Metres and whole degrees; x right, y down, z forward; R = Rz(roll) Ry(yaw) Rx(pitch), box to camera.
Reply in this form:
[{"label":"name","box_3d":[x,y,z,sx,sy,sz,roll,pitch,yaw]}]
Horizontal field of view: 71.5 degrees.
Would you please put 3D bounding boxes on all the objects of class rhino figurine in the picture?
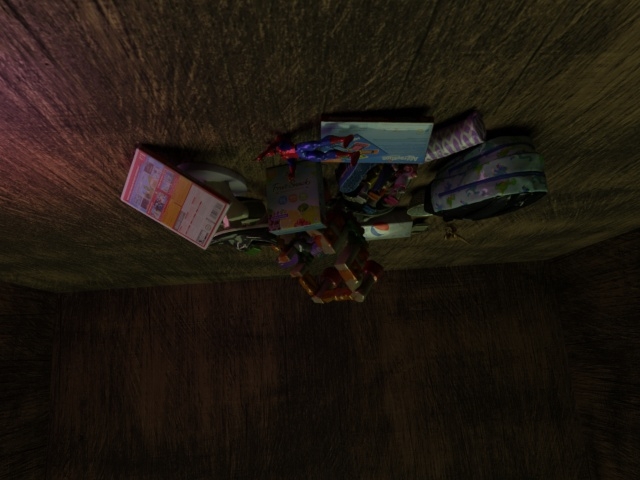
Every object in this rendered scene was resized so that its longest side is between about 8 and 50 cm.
[{"label":"rhino figurine","box_3d":[0.113,-0.118,1.811,0.243,0.073,0.106,5,161,-31]}]

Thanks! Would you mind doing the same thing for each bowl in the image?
[{"label":"bowl","box_3d":[0.417,-0.156,1.728,0.170,0.080,0.170,-5,167,-1]}]

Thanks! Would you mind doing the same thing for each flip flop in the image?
[{"label":"flip flop","box_3d":[0.249,-0.195,1.494,0.080,0.112,0.277,22,168,0]}]

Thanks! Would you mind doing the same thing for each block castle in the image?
[{"label":"block castle","box_3d":[0.008,0.014,1.652,0.302,0.213,0.453,-13,122,44]}]

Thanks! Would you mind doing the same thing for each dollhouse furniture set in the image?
[{"label":"dollhouse furniture set","box_3d":[-0.266,0.021,2.026,0.197,0.152,0.301,15,159,-28]}]

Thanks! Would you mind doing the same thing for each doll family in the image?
[{"label":"doll family","box_3d":[0.184,-0.191,1.332,0.118,0.163,0.263,33,166,-13]}]

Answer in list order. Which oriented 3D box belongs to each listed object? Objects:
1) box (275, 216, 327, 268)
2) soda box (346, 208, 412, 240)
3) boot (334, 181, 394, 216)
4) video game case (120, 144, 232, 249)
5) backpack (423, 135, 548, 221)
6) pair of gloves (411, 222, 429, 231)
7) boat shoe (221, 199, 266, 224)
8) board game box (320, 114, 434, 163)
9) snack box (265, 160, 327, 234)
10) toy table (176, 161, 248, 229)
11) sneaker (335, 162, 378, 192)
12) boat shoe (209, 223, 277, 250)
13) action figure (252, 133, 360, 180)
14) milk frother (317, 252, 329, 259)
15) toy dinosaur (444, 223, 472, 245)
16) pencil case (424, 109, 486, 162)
[{"label":"box","box_3d":[-0.051,0.003,1.971,0.293,0.201,0.057,-24,114,41]},{"label":"soda box","box_3d":[0.249,-0.067,1.937,0.286,0.098,0.091,-4,133,-5]},{"label":"boot","box_3d":[0.177,-0.155,1.650,0.236,0.085,0.179,-3,164,-5]},{"label":"video game case","box_3d":[-0.412,-0.114,1.262,0.285,0.025,0.204,32,128,-9]},{"label":"backpack","box_3d":[0.526,-0.179,1.382,0.289,0.274,0.355,0,-172,-10]},{"label":"pair of gloves","box_3d":[0.409,-0.062,2.210,0.239,0.042,0.204,-3,170,2]},{"label":"boat shoe","box_3d":[-0.349,-0.099,1.635,0.302,0.113,0.103,3,164,-43]},{"label":"board game box","box_3d":[0.141,-0.261,1.158,0.281,0.027,0.145,1,145,1]},{"label":"snack box","box_3d":[-0.078,-0.133,1.387,0.174,0.207,0.070,-10,166,17]},{"label":"toy table","box_3d":[-0.345,-0.129,1.427,0.252,0.161,0.274,-15,164,38]},{"label":"sneaker","box_3d":[0.117,-0.244,1.292,0.081,0.091,0.232,9,140,-39]},{"label":"boat shoe","box_3d":[-0.260,-0.003,1.485,0.232,0.079,0.084,-7,171,-13]},{"label":"action figure","box_3d":[-0.054,-0.209,1.141,0.280,0.139,0.092,10,143,37]},{"label":"milk frother","box_3d":[0.000,0.000,2.127,0.129,0.135,0.143,-38,163,7]},{"label":"toy dinosaur","box_3d":[0.695,-0.024,2.306,0.211,0.112,0.064,4,164,-34]},{"label":"pencil case","box_3d":[0.341,-0.277,1.207,0.206,0.088,0.086,-15,-153,36]}]
